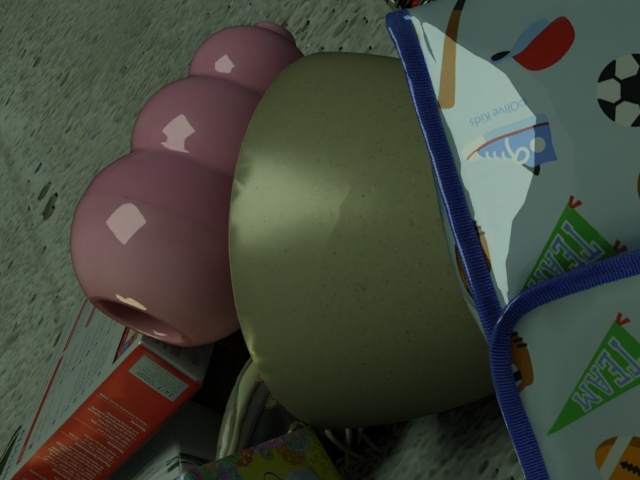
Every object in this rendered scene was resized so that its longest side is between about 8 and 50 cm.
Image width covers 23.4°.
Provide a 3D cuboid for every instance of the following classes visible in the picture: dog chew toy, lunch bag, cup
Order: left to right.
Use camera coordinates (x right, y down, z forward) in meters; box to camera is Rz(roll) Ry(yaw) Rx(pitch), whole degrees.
[{"bbox_3d":[-0.108,-0.067,1.518,0.206,0.206,0.332,-1,61,55],"label":"dog chew toy"},{"bbox_3d":[0.113,-0.003,1.294,0.237,0.331,0.331,-2,65,33],"label":"cup"},{"bbox_3d":[0.251,-0.007,1.021,0.328,0.239,0.385,-17,74,8],"label":"lunch bag"}]

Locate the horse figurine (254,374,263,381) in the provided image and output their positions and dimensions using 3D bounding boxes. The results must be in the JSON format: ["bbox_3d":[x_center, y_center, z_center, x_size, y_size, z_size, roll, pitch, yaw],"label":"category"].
[{"bbox_3d":[0.000,0.000,1.394,0.066,0.174,0.263,-4,44,38],"label":"horse figurine"}]

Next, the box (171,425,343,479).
[{"bbox_3d":[-0.071,0.358,1.266,0.279,0.177,0.290,-40,74,32],"label":"box"}]

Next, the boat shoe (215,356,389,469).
[{"bbox_3d":[-0.001,0.148,1.455,0.130,0.132,0.355,10,66,18],"label":"boat shoe"}]

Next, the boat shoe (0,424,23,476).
[{"bbox_3d":[-0.416,0.339,1.988,0.081,0.068,0.228,2,70,55],"label":"boat shoe"}]

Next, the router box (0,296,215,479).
[{"bbox_3d":[-0.216,0.118,1.747,0.301,0.082,0.335,-45,18,32],"label":"router box"}]

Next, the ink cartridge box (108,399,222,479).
[{"bbox_3d":[-0.164,0.282,1.658,0.139,0.082,0.191,-45,34,26],"label":"ink cartridge box"}]

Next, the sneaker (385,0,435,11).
[{"bbox_3d":[0.109,-0.246,1.635,0.088,0.092,0.225,-50,35,21],"label":"sneaker"}]

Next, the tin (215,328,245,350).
[{"bbox_3d":[-0.068,0.041,1.725,0.190,0.040,0.106,-51,30,20],"label":"tin"}]
